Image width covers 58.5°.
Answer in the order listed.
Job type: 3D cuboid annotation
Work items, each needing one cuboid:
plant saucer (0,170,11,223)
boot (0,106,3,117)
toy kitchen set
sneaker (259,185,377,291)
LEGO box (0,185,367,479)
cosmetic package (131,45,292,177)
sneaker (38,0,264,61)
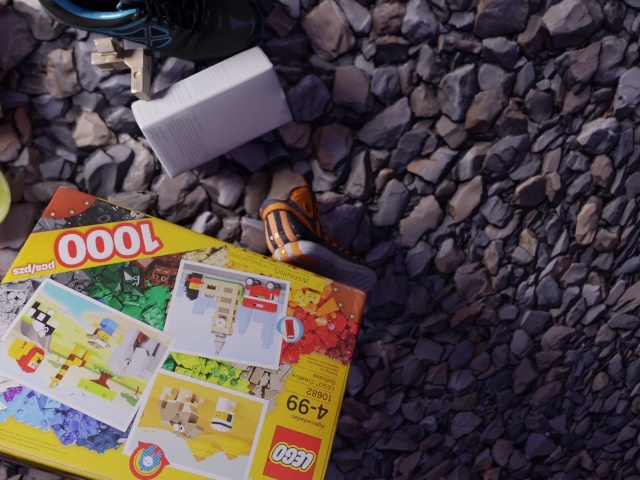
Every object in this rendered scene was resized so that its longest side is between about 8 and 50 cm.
[{"bbox_3d":[-0.603,-0.088,0.865,0.241,0.037,0.240,-10,139,-9],"label":"plant saucer"},{"bbox_3d":[-0.609,-0.269,0.806,0.262,0.095,0.203,-4,111,-17],"label":"boot"},{"bbox_3d":[-0.315,-0.262,0.882,0.083,0.068,0.075,-4,81,7],"label":"toy kitchen set"},{"bbox_3d":[0.000,0.000,1.071,0.125,0.180,0.321,-26,151,15],"label":"sneaker"},{"bbox_3d":[-0.224,0.189,0.865,0.501,0.193,0.372,19,60,-6],"label":"LEGO box"},{"bbox_3d":[-0.176,-0.212,0.942,0.231,0.085,0.117,-27,139,-7],"label":"cosmetic package"},{"bbox_3d":[-0.248,-0.341,0.860,0.341,0.139,0.124,1,107,-18],"label":"sneaker"}]
